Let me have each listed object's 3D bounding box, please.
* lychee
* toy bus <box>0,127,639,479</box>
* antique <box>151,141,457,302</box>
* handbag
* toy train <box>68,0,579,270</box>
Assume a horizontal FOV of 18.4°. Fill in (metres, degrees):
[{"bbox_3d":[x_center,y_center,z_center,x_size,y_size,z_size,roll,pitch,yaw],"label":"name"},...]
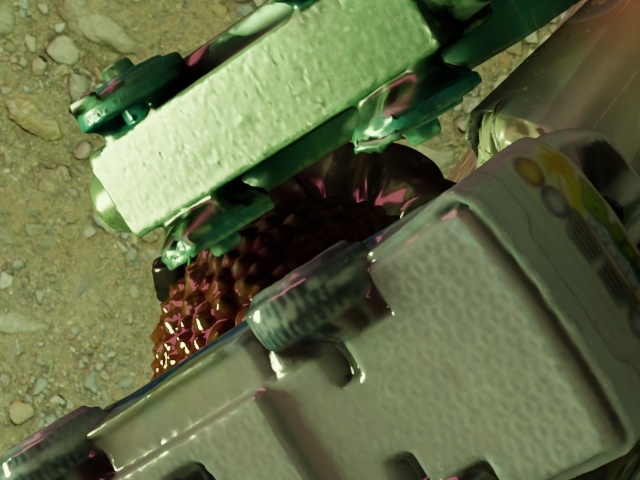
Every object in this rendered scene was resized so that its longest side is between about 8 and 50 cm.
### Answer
[{"bbox_3d":[-0.011,0.069,1.134,0.188,0.188,0.188,-54,0,0],"label":"lychee"},{"bbox_3d":[-0.005,0.071,0.718,0.329,0.109,0.136,-33,-1,41],"label":"toy bus"},{"bbox_3d":[0.000,0.000,1.992,0.255,0.322,0.185,-85,-14,-68],"label":"antique"},{"bbox_3d":[0.144,-0.075,0.988,0.173,0.095,0.117,-51,-4,-17],"label":"handbag"},{"bbox_3d":[0.003,-0.095,1.061,0.298,0.120,0.194,-29,4,41],"label":"toy train"}]
